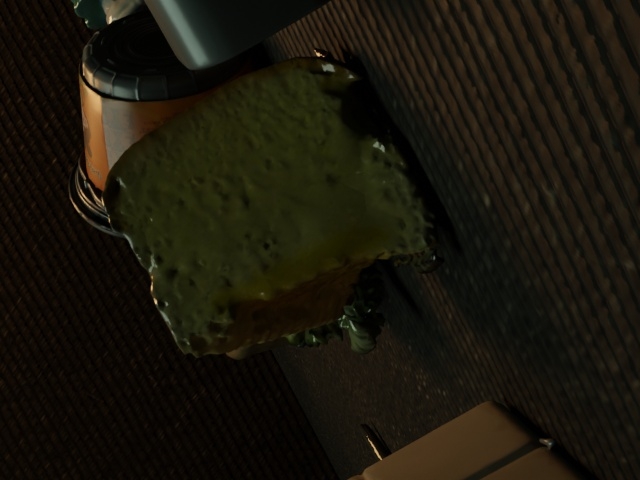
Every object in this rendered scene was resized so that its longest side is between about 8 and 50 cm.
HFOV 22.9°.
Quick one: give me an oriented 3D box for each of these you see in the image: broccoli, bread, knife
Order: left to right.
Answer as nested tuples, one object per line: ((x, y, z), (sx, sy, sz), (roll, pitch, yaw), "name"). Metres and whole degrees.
((-0.002, -0.001, 1.060), (0.204, 0.118, 0.122), (116, 158, -64), "broccoli")
((-0.001, -0.023, 0.887), (0.169, 0.160, 0.140), (-11, -108, -60), "bread")
((0.106, 0.298, 1.833), (0.247, 0.018, 0.035), (53, 167, 41), "knife")

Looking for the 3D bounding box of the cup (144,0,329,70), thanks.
((-0.062, -0.162, 0.755), (0.129, 0.095, 0.128), (62, 174, -20), "cup")

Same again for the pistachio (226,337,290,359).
((-0.039, 0.032, 1.250), (0.130, 0.131, 0.206), (37, 178, -4), "pistachio")

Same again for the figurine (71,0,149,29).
((-0.222, -0.280, 1.540), (0.245, 0.110, 0.138), (53, -165, 24), "figurine")

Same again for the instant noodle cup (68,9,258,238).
((-0.111, -0.097, 1.189), (0.208, 0.177, 0.125), (20, 134, 32), "instant noodle cup")

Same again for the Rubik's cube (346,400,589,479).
((0.070, 0.303, 0.827), (0.290, 0.291, 0.292), (63, 173, -13), "Rubik's cube")
